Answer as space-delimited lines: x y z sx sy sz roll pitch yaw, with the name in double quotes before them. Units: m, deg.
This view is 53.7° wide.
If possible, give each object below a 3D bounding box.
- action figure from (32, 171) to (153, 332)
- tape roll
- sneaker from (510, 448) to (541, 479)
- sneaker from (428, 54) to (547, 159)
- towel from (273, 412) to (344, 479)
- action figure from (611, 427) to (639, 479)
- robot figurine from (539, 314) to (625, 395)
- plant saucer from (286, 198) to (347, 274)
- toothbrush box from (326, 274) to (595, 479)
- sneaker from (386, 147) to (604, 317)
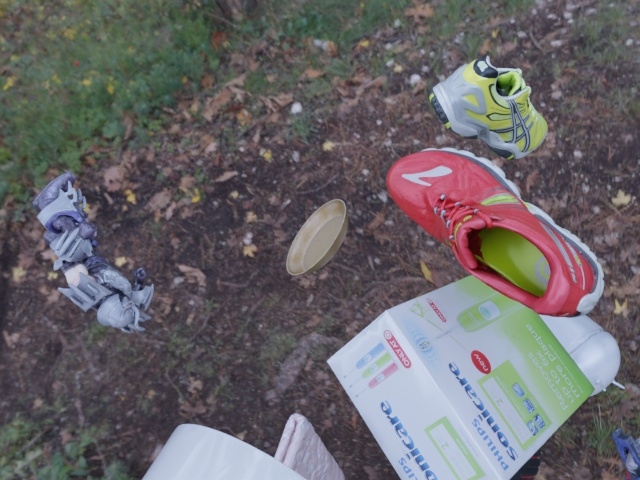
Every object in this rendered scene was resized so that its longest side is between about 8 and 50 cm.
"action figure" -0.325 0.028 0.903 0.099 0.185 0.285 -36 54 -13
"tape roll" -0.104 0.341 0.695 0.246 0.246 0.169 12 51 28
"sneaker" 0.396 0.401 1.348 0.136 0.115 0.314 17 87 57
"sneaker" 0.399 -0.277 1.347 0.147 0.384 0.145 -39 62 36
"towel" -0.046 0.563 1.288 0.053 0.332 0.317 6 53 23
"action figure" 0.833 0.561 1.412 0.178 0.330 0.341 -6 63 -21
"robot figurine" 0.633 0.271 1.671 0.353 0.299 0.200 46 128 41
"plant saucer" 0.000 0.000 0.588 0.083 0.015 0.083 -42 26 26
"toothbrush box" 0.180 0.165 0.769 0.122 0.283 0.206 -48 67 37
"sneaker" 0.168 -0.020 0.671 0.279 0.118 0.107 39 115 34
